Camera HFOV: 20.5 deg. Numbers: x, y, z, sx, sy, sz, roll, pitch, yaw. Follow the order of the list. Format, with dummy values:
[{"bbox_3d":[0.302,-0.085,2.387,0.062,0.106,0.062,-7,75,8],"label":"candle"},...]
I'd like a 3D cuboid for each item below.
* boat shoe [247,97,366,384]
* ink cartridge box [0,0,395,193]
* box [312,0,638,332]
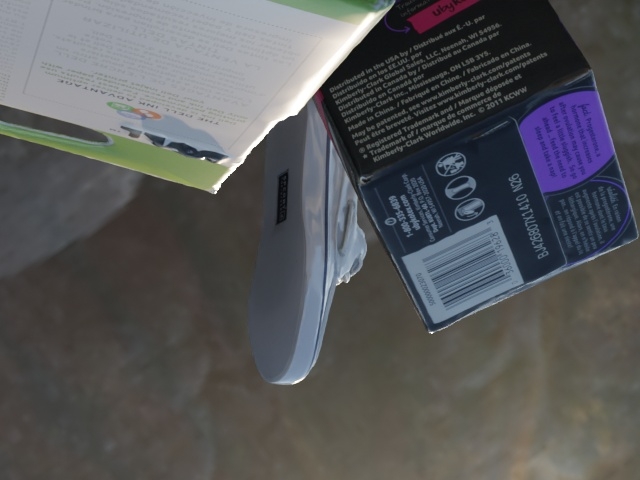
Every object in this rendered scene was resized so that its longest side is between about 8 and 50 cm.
[{"bbox_3d":[0.000,0.000,1.509,0.084,0.258,0.095,15,164,-31],"label":"boat shoe"},{"bbox_3d":[-0.090,-0.106,0.597,0.255,0.189,0.097,144,-41,-73],"label":"ink cartridge box"},{"bbox_3d":[0.063,-0.109,1.073,0.143,0.270,0.165,-25,140,2],"label":"box"}]
